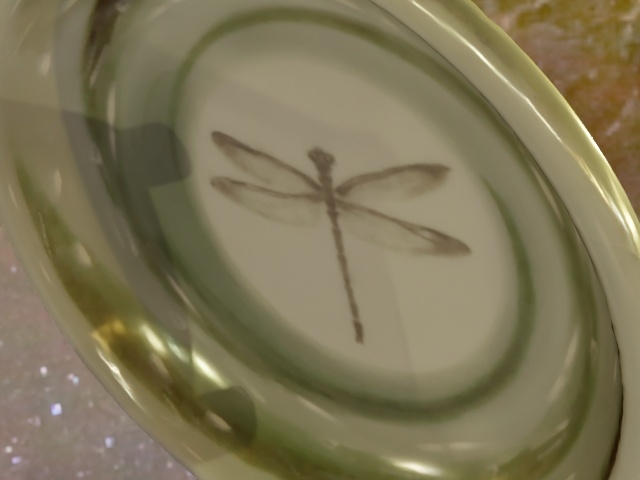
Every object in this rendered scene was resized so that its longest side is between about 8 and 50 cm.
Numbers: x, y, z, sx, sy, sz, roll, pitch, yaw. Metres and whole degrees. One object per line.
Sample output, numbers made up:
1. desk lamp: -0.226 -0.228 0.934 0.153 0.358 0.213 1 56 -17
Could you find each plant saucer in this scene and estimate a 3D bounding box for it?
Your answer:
1. plant saucer: 0.000 0.000 0.617 0.400 0.400 0.100 7 -143 39
